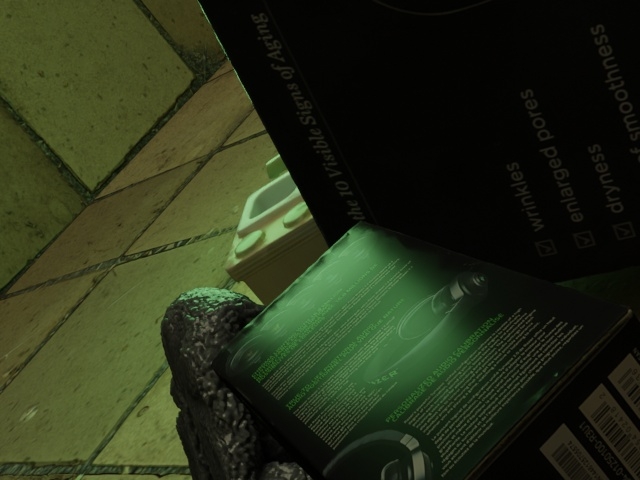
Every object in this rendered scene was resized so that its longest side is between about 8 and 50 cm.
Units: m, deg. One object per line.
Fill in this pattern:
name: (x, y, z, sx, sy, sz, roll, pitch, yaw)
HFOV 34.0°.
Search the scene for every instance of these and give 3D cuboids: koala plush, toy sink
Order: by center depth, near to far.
koala plush: (0.009, 0.110, 0.786, 0.221, 0.203, 0.196, -16, -11, -18)
toy sink: (0.000, 0.000, 1.002, 0.131, 0.234, 0.153, -31, 23, 19)

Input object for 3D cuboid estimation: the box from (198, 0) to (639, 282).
box: (0.175, -0.241, 0.758, 0.471, 0.480, 0.297, -14, 28, 27)

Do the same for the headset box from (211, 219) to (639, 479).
headset box: (0.093, 0.132, 0.545, 0.131, 0.246, 0.283, -43, 21, -10)
